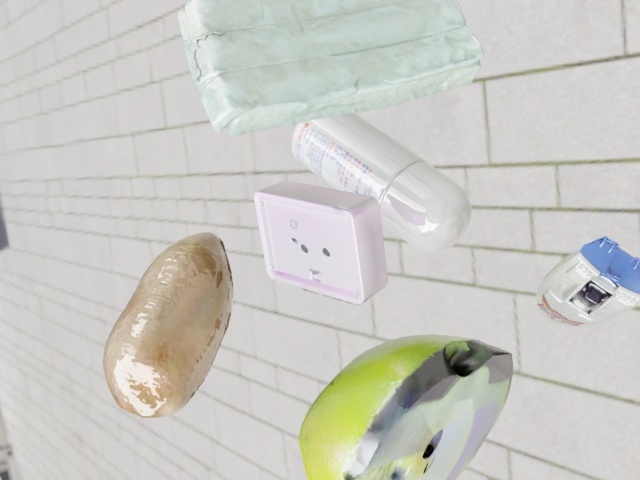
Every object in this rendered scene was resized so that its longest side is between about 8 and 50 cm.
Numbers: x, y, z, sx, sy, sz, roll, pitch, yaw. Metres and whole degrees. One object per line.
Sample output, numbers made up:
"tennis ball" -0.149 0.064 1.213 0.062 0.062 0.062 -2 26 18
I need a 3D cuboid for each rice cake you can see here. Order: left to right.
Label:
"rice cake" 0.007 -0.144 0.640 0.038 0.211 0.124 107 149 -58

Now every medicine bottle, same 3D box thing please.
"medicine bottle" 0.107 -0.104 1.485 0.341 0.130 0.130 39 133 32

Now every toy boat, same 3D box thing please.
"toy boat" 0.437 0.094 1.485 0.129 0.088 0.295 35 160 5

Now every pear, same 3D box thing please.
"pear" 0.113 0.289 1.406 0.165 0.399 0.398 37 131 32

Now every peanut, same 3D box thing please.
"peanut" -0.103 0.058 0.633 0.076 0.076 0.152 -47 18 54

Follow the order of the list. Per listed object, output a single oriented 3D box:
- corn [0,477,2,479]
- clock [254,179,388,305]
"corn" -0.333 0.127 0.635 0.106 0.106 0.305 32 149 52
"clock" 0.000 0.000 1.287 0.197 0.063 0.150 13 121 42
